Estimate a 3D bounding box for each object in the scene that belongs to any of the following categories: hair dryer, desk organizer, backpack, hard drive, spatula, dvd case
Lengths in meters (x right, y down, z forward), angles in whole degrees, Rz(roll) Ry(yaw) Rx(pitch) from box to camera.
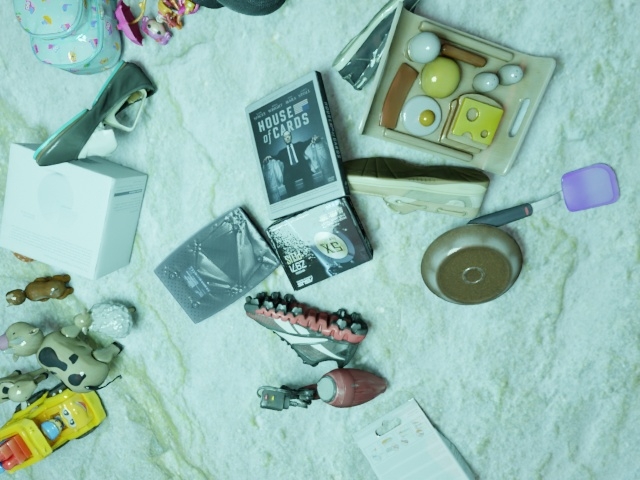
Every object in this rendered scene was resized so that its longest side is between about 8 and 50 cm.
[{"bbox_3d":[0.006,0.316,0.926,0.292,0.224,0.080,2,77,-7],"label":"hair dryer"},{"bbox_3d":[0.171,-0.331,0.794,0.130,0.050,0.047,-38,110,7],"label":"desk organizer"},{"bbox_3d":[-0.486,-0.426,0.822,0.165,0.144,0.189,-6,105,4],"label":"backpack"},{"bbox_3d":[-0.225,0.054,0.937,0.254,0.054,0.172,-35,96,14],"label":"hard drive"},{"bbox_3d":[0.423,-0.070,0.817,0.296,0.030,0.084,-18,101,-1],"label":"spatula"},{"bbox_3d":[-0.049,-0.176,0.817,0.179,0.029,0.239,-16,86,31],"label":"dvd case"}]

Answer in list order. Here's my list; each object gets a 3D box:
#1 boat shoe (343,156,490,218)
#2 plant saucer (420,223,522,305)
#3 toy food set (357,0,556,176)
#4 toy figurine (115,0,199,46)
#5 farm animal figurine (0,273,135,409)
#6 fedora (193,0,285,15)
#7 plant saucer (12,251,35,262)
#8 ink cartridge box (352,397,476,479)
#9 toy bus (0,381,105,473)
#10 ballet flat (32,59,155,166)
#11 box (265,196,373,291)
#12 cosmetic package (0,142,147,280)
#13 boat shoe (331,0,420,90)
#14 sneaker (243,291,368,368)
[{"bbox_3d":[0.165,-0.095,0.825,0.301,0.109,0.098,5,122,2],"label":"boat shoe"},{"bbox_3d":[0.302,0.061,0.843,0.198,0.036,0.199,3,122,5],"label":"plant saucer"},{"bbox_3d":[0.238,-0.256,0.751,0.305,0.092,0.220,14,107,-11],"label":"toy food set"},{"bbox_3d":[-0.320,-0.450,0.825,0.173,0.130,0.159,29,121,-24],"label":"toy figurine"},{"bbox_3d":[-0.623,0.260,0.964,0.326,0.172,0.331,20,99,2],"label":"farm animal figurine"},{"bbox_3d":[-0.196,-0.536,0.723,0.152,0.334,0.335,-8,104,41],"label":"fedora"},{"bbox_3d":[-0.705,0.012,1.016,0.083,0.013,0.084,2,102,7],"label":"plant saucer"},{"bbox_3d":[0.216,0.509,0.993,0.189,0.066,0.233,-37,74,14],"label":"ink cartridge box"},{"bbox_3d":[-0.676,0.459,1.015,0.220,0.211,0.150,-25,97,11],"label":"toy bus"},{"bbox_3d":[-0.423,-0.233,0.827,0.096,0.095,0.281,38,69,-22],"label":"ballet flat"},{"bbox_3d":[0.000,0.000,0.881,0.180,0.077,0.148,-23,99,12],"label":"box"},{"bbox_3d":[-0.526,-0.067,0.909,0.223,0.138,0.225,20,103,3],"label":"cosmetic package"},{"bbox_3d":[0.126,-0.385,0.783,0.079,0.084,0.233,40,104,-20],"label":"boat shoe"},{"bbox_3d":[-0.042,0.200,0.922,0.275,0.098,0.135,16,102,3],"label":"sneaker"}]
